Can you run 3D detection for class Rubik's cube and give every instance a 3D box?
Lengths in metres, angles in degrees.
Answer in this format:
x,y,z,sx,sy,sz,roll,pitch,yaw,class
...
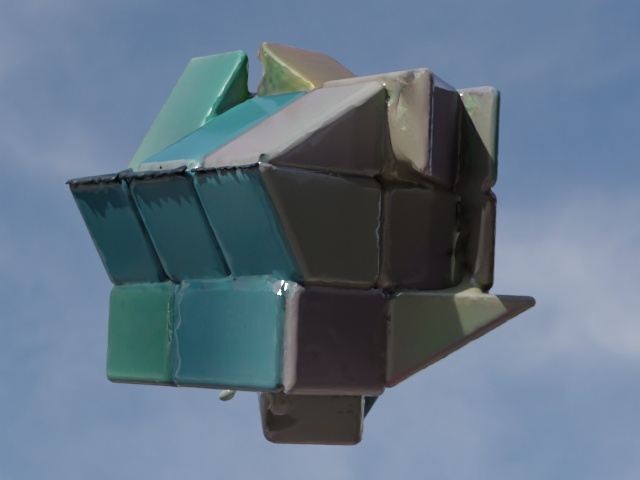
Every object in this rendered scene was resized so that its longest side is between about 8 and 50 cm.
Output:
x,y,z,sx,sy,sz,roll,pitch,yaw,class
0.000,0.000,1.531,0.368,0.358,0.387,4,-3,-42,Rubik's cube

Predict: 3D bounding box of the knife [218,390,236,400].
x,y,z,sx,sy,sz,roll,pitch,yaw,class
-0.097,0.132,1.939,0.015,0.210,0.028,37,-74,-11,knife
